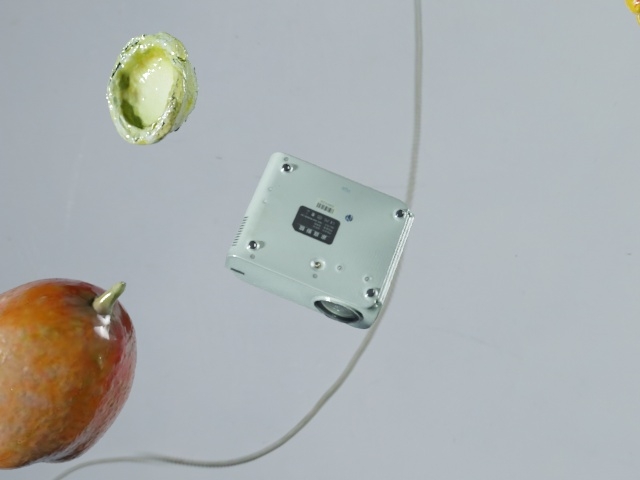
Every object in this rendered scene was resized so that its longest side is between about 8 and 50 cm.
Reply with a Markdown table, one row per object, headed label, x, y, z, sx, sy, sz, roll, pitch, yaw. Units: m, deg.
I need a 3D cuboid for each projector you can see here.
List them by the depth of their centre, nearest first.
| label | x | y | z | sx | sy | sz | roll | pitch | yaw |
| --- | --- | --- | --- | --- | --- | --- | --- | --- | --- |
| projector | 0.000 | 0.000 | 1.484 | 0.250 | 0.108 | 0.198 | 23 | 67 | -2 |

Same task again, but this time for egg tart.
| label | x | y | z | sx | sy | sz | roll | pitch | yaw |
| --- | --- | --- | --- | --- | --- | --- | --- | --- | --- |
| egg tart | -0.274 | -0.244 | 1.562 | 0.197 | 0.078 | 0.197 | -10 | 73 | 34 |

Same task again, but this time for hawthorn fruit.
| label | x | y | z | sx | sy | sz | roll | pitch | yaw |
| --- | --- | --- | --- | --- | --- | --- | --- | --- | --- |
| hawthorn fruit | -0.266 | 0.118 | 0.948 | 0.251 | 0.199 | 0.199 | -39 | 82 | 25 |

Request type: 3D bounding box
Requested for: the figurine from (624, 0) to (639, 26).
| label | x | y | z | sx | sy | sz | roll | pitch | yaw |
| --- | --- | --- | --- | --- | --- | --- | --- | --- | --- |
| figurine | 0.388 | -0.275 | 1.029 | 0.122 | 0.176 | 0.121 | 2 | 61 | 41 |
